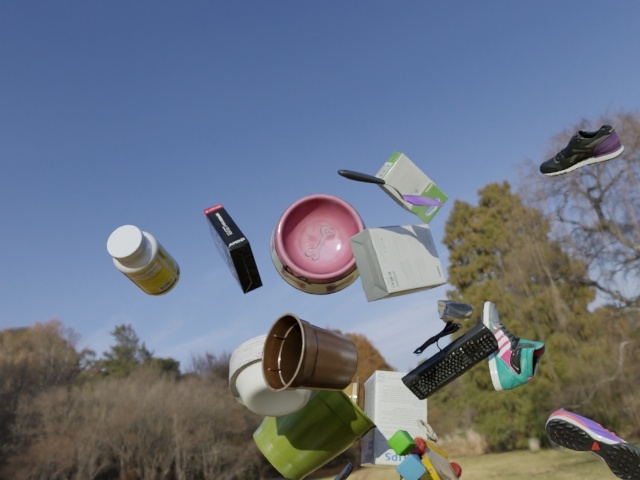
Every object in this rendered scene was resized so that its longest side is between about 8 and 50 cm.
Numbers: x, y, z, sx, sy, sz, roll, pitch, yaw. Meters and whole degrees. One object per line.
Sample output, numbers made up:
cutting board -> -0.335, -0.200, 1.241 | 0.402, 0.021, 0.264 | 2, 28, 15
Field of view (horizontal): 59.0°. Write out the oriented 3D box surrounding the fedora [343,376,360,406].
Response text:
fedora -> 0.133, 0.700, 2.513 | 0.079, 0.194, 0.194 | 3, -22, 5

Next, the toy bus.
toy bus -> 0.161, 0.380, 0.830 | 0.104, 0.191, 0.202 | -47, -23, 7

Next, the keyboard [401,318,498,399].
keyboard -> 0.391, 0.362, 1.762 | 0.317, 0.033, 0.201 | -38, -68, 9

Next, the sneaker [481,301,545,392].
sneaker -> 0.625, 0.328, 1.820 | 0.178, 0.296, 0.124 | -15, -25, 24

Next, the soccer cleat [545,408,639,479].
soccer cleat -> 0.805, 0.573, 1.592 | 0.318, 0.109, 0.116 | 22, 23, 28

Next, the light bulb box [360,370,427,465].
light bulb box -> 0.305, 0.767, 2.388 | 0.225, 0.361, 0.358 | 5, -23, -2

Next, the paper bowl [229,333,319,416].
paper bowl -> -0.133, 0.420, 1.701 | 0.284, 0.148, 0.284 | -3, -48, -3

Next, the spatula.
spatula -> 0.168, -0.128, 1.382 | 0.296, 0.084, 0.030 | 17, -76, -27

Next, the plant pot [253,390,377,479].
plant pot -> -0.046, 0.674, 2.075 | 0.353, 0.366, 0.366 | -44, -21, -8

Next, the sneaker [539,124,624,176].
sneaker -> 0.905, -0.327, 2.003 | 0.283, 0.107, 0.124 | -19, -67, 40

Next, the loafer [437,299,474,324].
loafer -> 0.544, 0.296, 2.276 | 0.101, 0.092, 0.268 | -1, 1, -4

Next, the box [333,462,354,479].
box -> 0.078, 0.984, 2.321 | 0.137, 0.027, 0.094 | -51, -10, 13

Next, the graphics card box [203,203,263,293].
graphics card box -> -0.365, 0.028, 2.335 | 0.094, 0.371, 0.233 | -23, -56, -15

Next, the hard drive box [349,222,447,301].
hard drive box -> 0.211, 0.056, 1.520 | 0.232, 0.181, 0.089 | -5, -17, -38

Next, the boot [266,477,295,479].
boot -> -0.106, 0.817, 1.647 | 0.264, 0.096, 0.280 | -36, -55, 7

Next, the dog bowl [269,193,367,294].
dog bowl -> 0.000, 0.000, 2.219 | 0.407, 0.408, 0.150 | -10, -15, -4

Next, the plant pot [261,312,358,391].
plant pot -> -0.018, 0.257, 1.245 | 0.165, 0.167, 0.167 | 18, -36, -32

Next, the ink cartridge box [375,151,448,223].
ink cartridge box -> 0.266, -0.153, 1.668 | 0.209, 0.109, 0.062 | 38, -2, -22

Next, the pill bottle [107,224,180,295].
pill bottle -> -0.714, 0.080, 2.282 | 0.187, 0.188, 0.334 | -14, -31, 4
